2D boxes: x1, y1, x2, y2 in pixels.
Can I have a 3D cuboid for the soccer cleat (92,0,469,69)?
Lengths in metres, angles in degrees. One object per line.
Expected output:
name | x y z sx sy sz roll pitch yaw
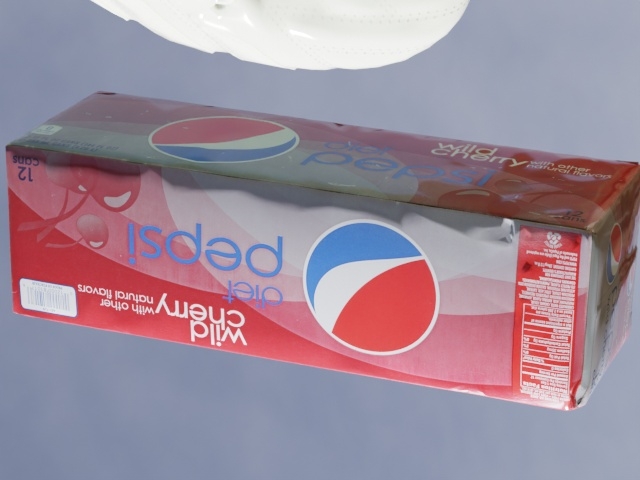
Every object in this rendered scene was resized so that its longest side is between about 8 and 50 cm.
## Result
soccer cleat | -0.053 -0.082 0.378 0.196 0.068 0.076 28 -161 -19

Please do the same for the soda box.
soda box | 0.000 0.000 0.837 0.092 0.263 0.083 -41 -43 -60
